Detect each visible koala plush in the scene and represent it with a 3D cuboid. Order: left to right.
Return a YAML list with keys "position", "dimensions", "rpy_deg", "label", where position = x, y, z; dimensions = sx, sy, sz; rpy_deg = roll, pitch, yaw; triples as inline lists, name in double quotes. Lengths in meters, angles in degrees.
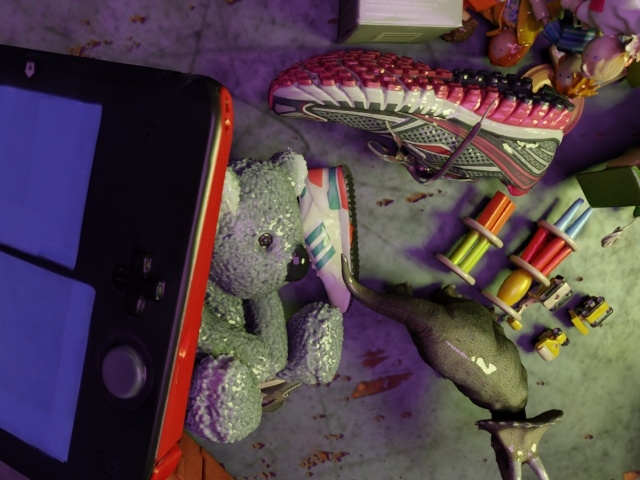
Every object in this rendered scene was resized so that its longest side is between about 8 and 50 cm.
- position: [-0.084, 0.022, 0.569]
  dimensions: [0.203, 0.196, 0.221]
  rpy_deg: [25, 114, 26]
  label: "koala plush"

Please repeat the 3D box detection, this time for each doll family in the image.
- position: [0.222, -0.221, 0.572]
  dimensions: [0.118, 0.263, 0.163]
  rpy_deg: [-11, 121, -33]
  label: "doll family"

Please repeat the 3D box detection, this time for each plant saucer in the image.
- position: [0.248, -0.150, 0.677]
  dimensions: [0.084, 0.013, 0.083]
  rpy_deg: [-1, 100, -7]
  label: "plant saucer"

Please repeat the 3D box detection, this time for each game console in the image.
- position: [-0.258, 0.012, 0.527]
  dimensions: [0.387, 0.060, 0.341]
  rpy_deg: [15, 102, 26]
  label: "game console"

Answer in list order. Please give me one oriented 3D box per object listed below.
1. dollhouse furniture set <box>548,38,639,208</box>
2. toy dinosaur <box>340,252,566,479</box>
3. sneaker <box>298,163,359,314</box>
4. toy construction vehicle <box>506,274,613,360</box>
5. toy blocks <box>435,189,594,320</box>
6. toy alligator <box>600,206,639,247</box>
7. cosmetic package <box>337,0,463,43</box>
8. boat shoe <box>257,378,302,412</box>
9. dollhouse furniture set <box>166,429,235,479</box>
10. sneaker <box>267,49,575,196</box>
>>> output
- position: [0.335, -0.150, 0.525]
  dimensions: [0.151, 0.301, 0.197]
  rpy_deg: [-25, 94, -6]
  label: "dollhouse furniture set"
- position: [0.149, 0.109, 0.633]
  dimensions: [0.121, 0.160, 0.313]
  rpy_deg: [-37, 111, 0]
  label: "toy dinosaur"
- position: [0.000, 0.000, 0.663]
  dimensions: [0.075, 0.057, 0.161]
  rpy_deg: [-1, 103, 11]
  label: "sneaker"
- position: [0.273, 0.084, 0.718]
  dimensions: [0.098, 0.035, 0.086]
  rpy_deg: [-46, 113, 6]
  label: "toy construction vehicle"
- position: [0.216, -0.004, 0.681]
  dimensions: [0.123, 0.054, 0.148]
  rpy_deg: [38, 93, -10]
  label: "toy blocks"
- position: [0.385, -0.056, 0.694]
  dimensions: [0.190, 0.056, 0.051]
  rpy_deg: [-28, 61, 0]
  label: "toy alligator"
- position: [0.074, -0.309, 0.570]
  dimensions: [0.107, 0.127, 0.237]
  rpy_deg: [-2, 99, -6]
  label: "cosmetic package"
- position: [-0.060, 0.163, 0.684]
  dimensions: [0.152, 0.056, 0.049]
  rpy_deg: [-22, 108, 8]
  label: "boat shoe"
- position: [-0.177, 0.337, 0.540]
  dimensions: [0.201, 0.374, 0.152]
  rpy_deg: [-40, 107, 0]
  label: "dollhouse furniture set"
- position: [0.094, -0.113, 0.616]
  dimensions: [0.299, 0.121, 0.112]
  rpy_deg: [10, 120, -3]
  label: "sneaker"
